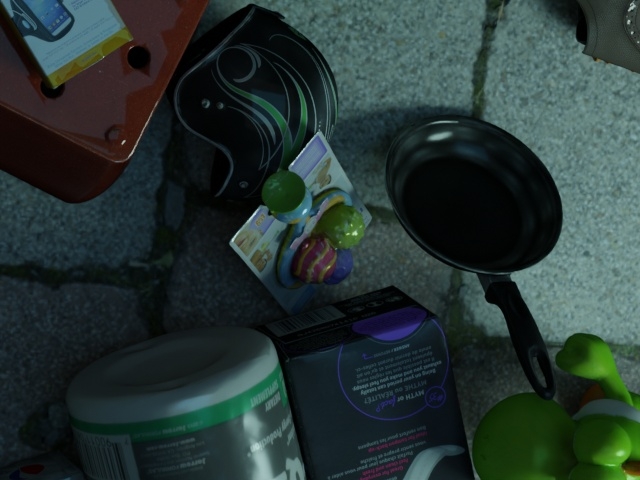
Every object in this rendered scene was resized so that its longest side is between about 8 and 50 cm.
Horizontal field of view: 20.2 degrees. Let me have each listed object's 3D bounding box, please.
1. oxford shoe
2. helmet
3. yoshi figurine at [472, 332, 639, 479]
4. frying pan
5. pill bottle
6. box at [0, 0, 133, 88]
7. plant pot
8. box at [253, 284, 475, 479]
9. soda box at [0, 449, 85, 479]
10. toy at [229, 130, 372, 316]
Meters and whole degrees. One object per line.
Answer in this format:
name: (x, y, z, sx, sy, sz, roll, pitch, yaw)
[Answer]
oxford shoe: (0.349, -0.229, 1.928, 0.132, 0.130, 0.364, -32, 119, 19)
helmet: (-0.063, -0.125, 1.732, 0.169, 0.169, 0.161, -44, 105, -11)
yoshi figurine: (0.251, 0.211, 1.830, 0.203, 0.362, 0.204, -29, 78, 8)
frying pan: (0.190, 0.006, 1.827, 0.197, 0.053, 0.326, -24, 69, -33)
pill bottle: (-0.104, 0.281, 1.713, 0.204, 0.204, 0.361, -18, 106, -19)
box: (-0.223, -0.202, 1.470, 0.081, 0.028, 0.136, -34, 106, -15)
plant pot: (-0.243, -0.191, 1.606, 0.267, 0.236, 0.267, 27, 87, -23)
box: (0.051, 0.204, 1.798, 0.165, 0.143, 0.270, -15, 104, -12)
soda box: (-0.250, 0.358, 1.756, 0.091, 0.098, 0.286, -17, 103, -20)
toy: (0.000, 0.000, 1.753, 0.137, 0.056, 0.237, -52, 154, -7)
